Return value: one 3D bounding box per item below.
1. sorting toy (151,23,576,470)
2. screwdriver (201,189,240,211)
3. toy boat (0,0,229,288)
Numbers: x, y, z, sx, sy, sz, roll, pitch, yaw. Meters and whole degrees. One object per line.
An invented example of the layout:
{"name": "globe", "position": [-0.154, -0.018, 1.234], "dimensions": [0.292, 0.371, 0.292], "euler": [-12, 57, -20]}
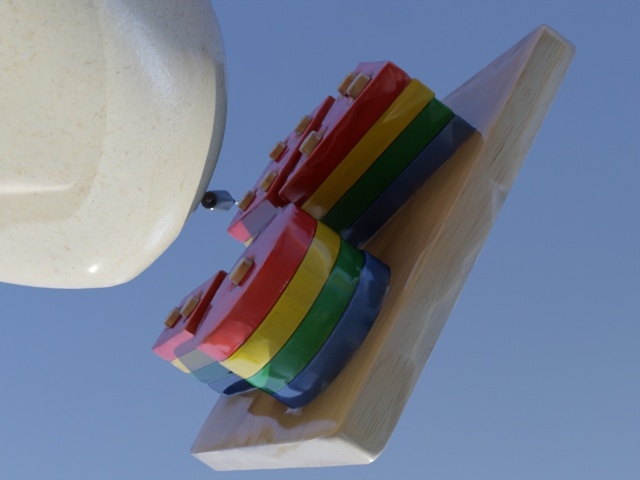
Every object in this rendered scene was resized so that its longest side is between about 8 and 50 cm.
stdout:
{"name": "sorting toy", "position": [0.000, 0.000, 0.540], "dimensions": [0.089, 0.255, 0.257], "euler": [35, -115, -11]}
{"name": "screwdriver", "position": [-0.089, -0.043, 0.950], "dimensions": [0.025, 0.170, 0.024], "euler": [-34, -95, 15]}
{"name": "toy boat", "position": [-0.082, -0.111, 0.371], "dimensions": [0.318, 0.267, 0.148], "euler": [-17, -137, 7]}
